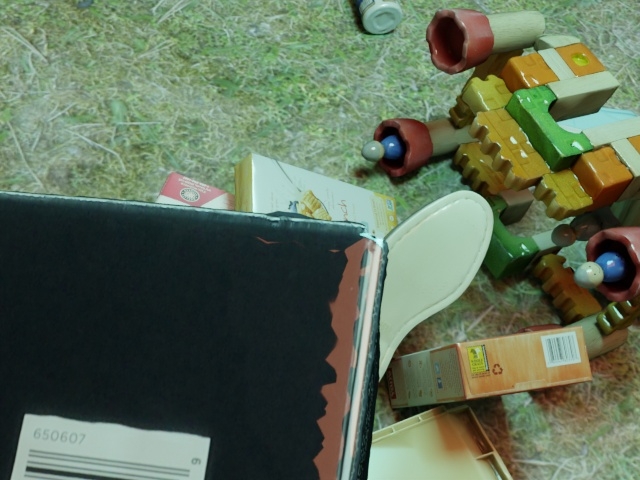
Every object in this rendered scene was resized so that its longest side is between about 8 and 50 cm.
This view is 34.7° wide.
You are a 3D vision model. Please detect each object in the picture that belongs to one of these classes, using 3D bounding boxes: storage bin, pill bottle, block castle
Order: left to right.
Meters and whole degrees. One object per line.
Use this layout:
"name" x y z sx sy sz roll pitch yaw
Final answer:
"pill bottle" 0.087 -0.400 1.669 0.067 0.067 0.120 -5 57 -17
"storage bin" 0.101 0.344 1.121 0.260 0.123 0.262 -16 61 -24
"block castle" 0.257 -0.063 1.335 0.213 0.303 0.453 -15 61 -30

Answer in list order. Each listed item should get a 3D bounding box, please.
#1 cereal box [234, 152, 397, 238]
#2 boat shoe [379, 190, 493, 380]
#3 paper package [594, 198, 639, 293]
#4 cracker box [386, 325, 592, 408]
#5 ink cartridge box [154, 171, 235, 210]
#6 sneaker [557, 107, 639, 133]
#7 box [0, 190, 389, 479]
"cereal box" 0.000 0.000 1.308 0.240 0.047 0.173 15 61 -36
"boat shoe" 0.081 0.069 1.239 0.117 0.097 0.324 38 86 -15
"paper package" 0.573 -0.023 1.363 0.325 0.309 0.168 22 42 6
"cracker box" 0.188 0.152 1.206 0.156 0.232 0.067 -6 80 -18
"ink cartridge box" -0.159 0.042 1.285 0.159 0.092 0.217 21 52 0
"sneaker" 0.490 -0.130 1.539 0.366 0.135 0.150 22 57 1
"box" -0.116 0.270 0.804 0.298 0.471 0.479 6 71 6
